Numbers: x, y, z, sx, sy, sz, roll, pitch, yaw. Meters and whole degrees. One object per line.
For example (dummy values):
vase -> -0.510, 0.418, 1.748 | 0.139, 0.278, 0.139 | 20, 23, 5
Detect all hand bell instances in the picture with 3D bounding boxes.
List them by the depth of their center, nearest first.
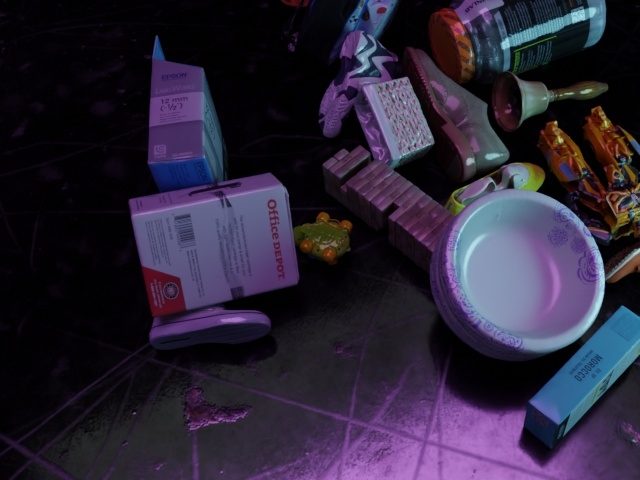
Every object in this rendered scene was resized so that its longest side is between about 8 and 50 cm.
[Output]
hand bell -> 0.499, -0.307, 1.720 | 0.242, 0.126, 0.126 | -10, 53, -16

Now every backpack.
backpack -> 0.074, -0.548, 1.835 | 0.213, 0.276, 0.263 | 30, 51, -9

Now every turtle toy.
turtle toy -> 0.000, 0.000, 1.567 | 0.130, 0.066, 0.095 | 20, 60, 20

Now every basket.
basket -> 0.149, -0.237, 1.655 | 0.103, 0.113, 0.167 | -20, 83, -11

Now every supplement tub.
supplement tub -> 0.419, -0.466, 1.758 | 0.338, 0.207, 0.207 | -21, 55, -8

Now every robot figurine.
robot figurine -> 0.552, -0.122, 1.575 | 0.211, 0.085, 0.291 | -19, 55, -6

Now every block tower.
block tower -> 0.149, -0.057, 1.573 | 0.091, 0.097, 0.335 | -39, 61, -18

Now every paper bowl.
paper bowl -> 0.327, 0.065, 1.402 | 0.284, 0.148, 0.284 | 3, 71, -8

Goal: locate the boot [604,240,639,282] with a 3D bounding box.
boot -> 0.585, 0.042, 1.472 | 0.158, 0.059, 0.085 | -35, 94, 6

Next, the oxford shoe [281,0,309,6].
oxford shoe -> 0.060, -0.678, 2.027 | 0.363, 0.130, 0.133 | -19, 22, 2

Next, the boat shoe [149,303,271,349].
boat shoe -> -0.203, 0.142, 1.482 | 0.226, 0.083, 0.076 | -6, 56, 4

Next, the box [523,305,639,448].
box -> 0.438, 0.223, 1.338 | 0.244, 0.100, 0.060 | -39, 58, -20

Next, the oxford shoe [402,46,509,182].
oxford shoe -> 0.274, -0.273, 1.705 | 0.130, 0.123, 0.348 | -16, 64, -13

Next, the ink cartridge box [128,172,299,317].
ink cartridge box -> -0.191, 0.004, 1.473 | 0.272, 0.197, 0.114 | -12, 21, -12

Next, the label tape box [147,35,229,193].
label tape box -> -0.257, -0.210, 1.633 | 0.115, 0.249, 0.348 | -6, 55, 3

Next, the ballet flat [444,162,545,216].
ballet flat -> 0.345, -0.104, 1.592 | 0.231, 0.077, 0.077 | -26, 55, -11

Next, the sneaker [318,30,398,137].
sneaker -> 0.098, -0.319, 1.766 | 0.094, 0.153, 0.235 | 10, 83, 61
